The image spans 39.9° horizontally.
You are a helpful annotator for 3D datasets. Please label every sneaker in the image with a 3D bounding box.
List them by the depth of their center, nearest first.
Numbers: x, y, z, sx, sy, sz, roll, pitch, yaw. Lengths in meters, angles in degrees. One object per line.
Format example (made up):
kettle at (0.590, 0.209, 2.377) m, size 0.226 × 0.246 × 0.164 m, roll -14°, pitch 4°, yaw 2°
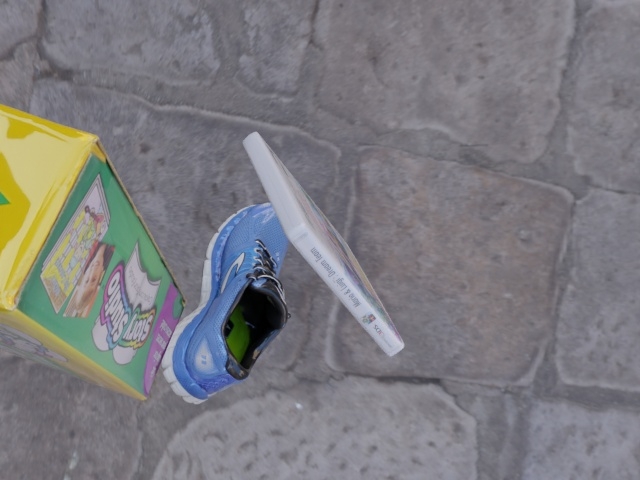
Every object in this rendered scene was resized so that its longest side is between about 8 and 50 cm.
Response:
sneaker at (-0.092, 0.076, 1.232) m, size 0.130 × 0.147 × 0.330 m, roll 47°, pitch 44°, yaw -33°

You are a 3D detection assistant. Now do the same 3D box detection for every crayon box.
crayon box at (-0.271, -0.008, 0.592) m, size 0.313 × 0.363 × 0.106 m, roll 18°, pitch 74°, yaw 4°

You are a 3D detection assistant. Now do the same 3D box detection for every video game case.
video game case at (0.000, 0.000, 0.682) m, size 0.019 × 0.157 × 0.143 m, roll -36°, pitch 124°, yaw 5°
